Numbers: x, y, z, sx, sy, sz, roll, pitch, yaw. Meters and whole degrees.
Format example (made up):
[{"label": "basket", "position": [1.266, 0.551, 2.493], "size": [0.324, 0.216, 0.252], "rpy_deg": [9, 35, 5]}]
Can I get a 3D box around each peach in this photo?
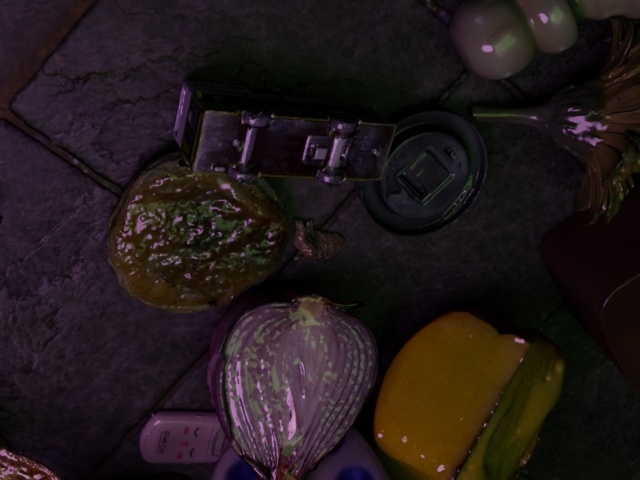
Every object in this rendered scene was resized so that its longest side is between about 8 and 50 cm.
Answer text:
[{"label": "peach", "position": [0.240, 0.306, 1.682], "size": [0.306, 0.242, 0.380], "rpy_deg": [21, 91, -55]}]

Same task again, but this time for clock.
[{"label": "clock", "position": [0.157, -0.109, 1.537], "size": [0.215, 0.042, 0.215], "rpy_deg": [-9, 120, -15]}]

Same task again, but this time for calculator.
[{"label": "calculator", "position": [-0.218, 0.330, 1.648], "size": [0.175, 0.032, 0.100], "rpy_deg": [5, 116, -23]}]

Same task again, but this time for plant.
[{"label": "plant", "position": [0.419, -0.174, 1.543], "size": [0.261, 0.297, 0.306], "rpy_deg": [24, 65, -53]}]

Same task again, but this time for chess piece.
[{"label": "chess piece", "position": [0.342, -0.345, 1.405], "size": [0.330, 0.182, 0.182], "rpy_deg": [-30, 124, 4]}]

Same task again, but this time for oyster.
[{"label": "oyster", "position": [0.000, 0.000, 1.542], "size": [0.083, 0.038, 0.081], "rpy_deg": [-11, 119, -13]}]

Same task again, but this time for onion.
[{"label": "onion", "position": [-0.064, 0.246, 1.545], "size": [0.267, 0.159, 0.349], "rpy_deg": [13, 87, -16]}]

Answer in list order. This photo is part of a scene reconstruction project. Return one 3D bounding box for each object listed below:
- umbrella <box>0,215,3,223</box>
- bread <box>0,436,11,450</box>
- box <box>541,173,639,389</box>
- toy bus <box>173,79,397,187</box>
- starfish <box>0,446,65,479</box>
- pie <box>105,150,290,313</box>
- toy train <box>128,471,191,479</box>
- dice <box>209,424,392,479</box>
[{"label": "umbrella", "position": [-0.584, 0.014, 1.303], "size": [0.326, 0.094, 0.090], "rpy_deg": [-25, 109, -6]}, {"label": "bread", "position": [-0.573, 0.370, 1.513], "size": [0.200, 0.077, 0.116], "rpy_deg": [-31, 124, 0]}, {"label": "box", "position": [0.579, 0.038, 1.662], "size": [0.339, 0.229, 0.239], "rpy_deg": [-34, 124, 0]}, {"label": "toy bus", "position": [-0.052, -0.150, 1.385], "size": [0.301, 0.139, 0.113], "rpy_deg": [1, 118, -30]}, {"label": "starfish", "position": [-0.563, 0.275, 1.387], "size": [0.398, 0.132, 0.384], "rpy_deg": [-19, 88, 8]}, {"label": "pie", "position": [-0.185, -0.004, 1.447], "size": [0.277, 0.078, 0.277], "rpy_deg": [-8, 119, -15]}, {"label": "toy train", "position": [-0.329, 0.493, 1.644], "size": [0.326, 0.129, 0.159], "rpy_deg": [-14, 116, -12]}, {"label": "dice", "position": [-0.002, 0.487, 1.637], "size": [0.277, 0.304, 0.304], "rpy_deg": [-23, 130, -9]}]
